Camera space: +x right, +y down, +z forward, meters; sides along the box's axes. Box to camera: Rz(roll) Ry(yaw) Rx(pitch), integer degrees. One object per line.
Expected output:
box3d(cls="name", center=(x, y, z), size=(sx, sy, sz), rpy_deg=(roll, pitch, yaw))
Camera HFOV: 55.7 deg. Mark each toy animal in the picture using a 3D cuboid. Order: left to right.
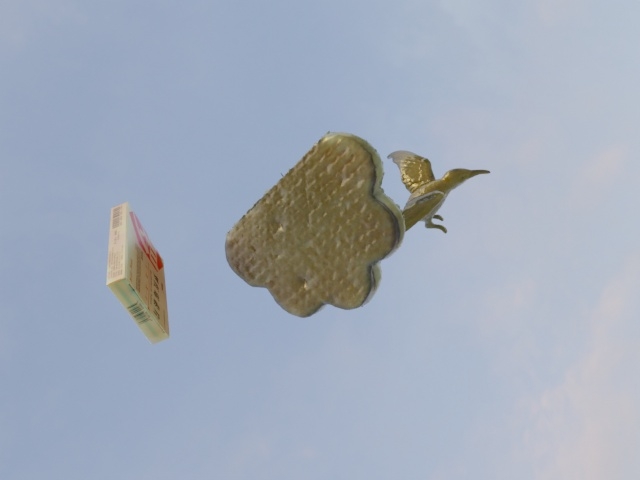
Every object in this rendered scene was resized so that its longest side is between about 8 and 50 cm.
box3d(cls="toy animal", center=(0.164, -0.061, 0.873), size=(0.155, 0.219, 0.095), rpy_deg=(-7, -56, -2))

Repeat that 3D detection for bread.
box3d(cls="bread", center=(0.000, 0.000, 0.799), size=(0.207, 0.286, 0.056), rpy_deg=(54, -144, 0))

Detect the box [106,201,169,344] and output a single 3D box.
box3d(cls="box", center=(-0.124, 0.020, 0.412), size=(0.015, 0.093, 0.058), rpy_deg=(-24, -53, 0))
